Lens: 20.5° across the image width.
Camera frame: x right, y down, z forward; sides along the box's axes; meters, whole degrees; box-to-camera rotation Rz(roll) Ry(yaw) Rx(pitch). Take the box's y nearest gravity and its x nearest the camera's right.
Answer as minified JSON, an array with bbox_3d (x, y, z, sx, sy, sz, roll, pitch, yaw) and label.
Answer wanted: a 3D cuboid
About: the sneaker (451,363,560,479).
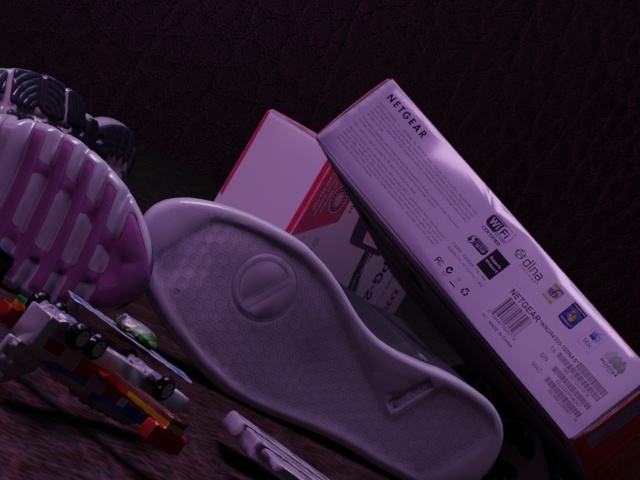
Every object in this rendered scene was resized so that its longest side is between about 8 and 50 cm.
[{"bbox_3d":[0.141,0.169,1.490,0.071,0.068,0.170,47,1,-39],"label":"sneaker"}]

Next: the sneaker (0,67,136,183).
[{"bbox_3d":[-0.252,-0.077,1.497,0.110,0.107,0.275,11,-8,16],"label":"sneaker"}]

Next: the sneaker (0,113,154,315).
[{"bbox_3d":[-0.197,-0.032,1.084,0.236,0.095,0.104,30,-5,14],"label":"sneaker"}]

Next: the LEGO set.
[{"bbox_3d":[-0.080,0.083,0.849,0.244,0.060,0.182,37,-4,-10],"label":"LEGO set"}]

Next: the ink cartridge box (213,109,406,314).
[{"bbox_3d":[0.000,0.000,1.697,0.100,0.172,0.237,32,3,33],"label":"ink cartridge box"}]

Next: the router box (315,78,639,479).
[{"bbox_3d":[0.153,0.062,1.473,0.335,0.082,0.301,51,-3,26],"label":"router box"}]

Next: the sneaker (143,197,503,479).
[{"bbox_3d":[-0.021,0.061,1.183,0.295,0.105,0.147,36,-2,-25],"label":"sneaker"}]
